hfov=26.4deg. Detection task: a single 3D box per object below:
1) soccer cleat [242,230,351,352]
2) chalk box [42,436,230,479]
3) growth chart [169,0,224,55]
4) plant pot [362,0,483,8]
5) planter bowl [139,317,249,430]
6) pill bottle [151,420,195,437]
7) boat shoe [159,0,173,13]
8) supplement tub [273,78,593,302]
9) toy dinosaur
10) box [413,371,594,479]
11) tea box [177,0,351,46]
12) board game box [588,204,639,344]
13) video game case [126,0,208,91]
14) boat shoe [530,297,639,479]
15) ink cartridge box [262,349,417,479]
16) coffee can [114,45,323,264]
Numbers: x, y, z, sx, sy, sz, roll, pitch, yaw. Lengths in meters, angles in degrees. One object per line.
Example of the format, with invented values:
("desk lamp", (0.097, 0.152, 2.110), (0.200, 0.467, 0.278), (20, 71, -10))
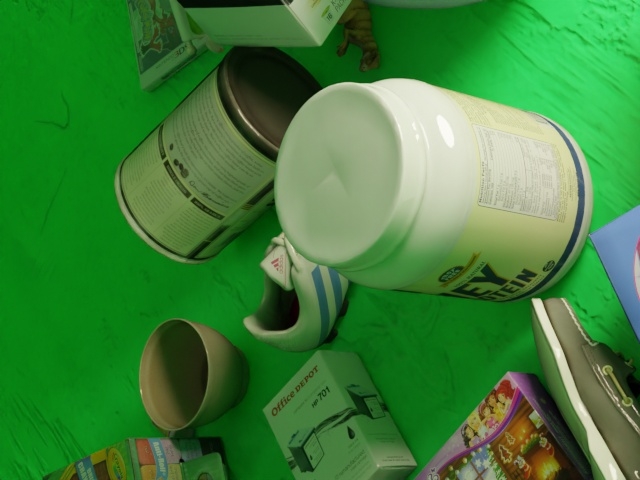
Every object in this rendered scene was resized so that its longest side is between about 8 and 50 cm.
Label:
("soccer cleat", (0.000, 0.000, 1.819), (0.116, 0.143, 0.331), (32, 107, 44))
("chalk box", (-0.244, 0.390, 1.988), (0.289, 0.179, 0.180), (-30, 64, 40))
("growth chart", (-0.117, -0.377, 1.982), (0.237, 0.021, 0.172), (-22, 103, 13))
("plant pot", (0.182, -0.401, 1.630), (0.195, 0.290, 0.290), (17, 98, 10))
("planter bowl", (-0.173, 0.197, 1.994), (0.162, 0.109, 0.162), (-8, 79, 46))
("pill bottle", (-0.231, 0.276, 2.089), (0.083, 0.043, 0.043), (34, 109, 43))
("boat shoe", (-0.127, -0.460, 2.048), (0.306, 0.105, 0.113), (-57, 45, 16))
("supplement tub", (0.131, -0.055, 1.559), (0.235, 0.325, 0.235), (-8, 78, 45))
("toy dinosaur", (0.040, -0.326, 1.899), (0.112, 0.064, 0.211), (-13, 80, 20))
("box", (0.205, 0.327, 1.620), (0.293, 0.057, 0.201), (-54, 50, 26))
("tea box", (-0.074, -0.473, 1.750), (0.220, 0.323, 0.329), (9, 59, 46))
("board game box", (0.443, 0.086, 1.353), (0.233, 0.078, 0.347), (-34, 58, 25))
("video game case", (-0.245, -0.369, 2.213), (0.183, 0.023, 0.201), (-29, 64, 40))
("boat shoe", (0.315, 0.180, 1.505), (0.091, 0.109, 0.305), (-19, 51, -1))
("ink cartridge box", (0.023, 0.260, 1.803), (0.139, 0.082, 0.191), (-50, 54, 29))
("coffee can", (-0.135, -0.119, 1.933), (0.275, 0.201, 0.201), (-39, 58, 36))
